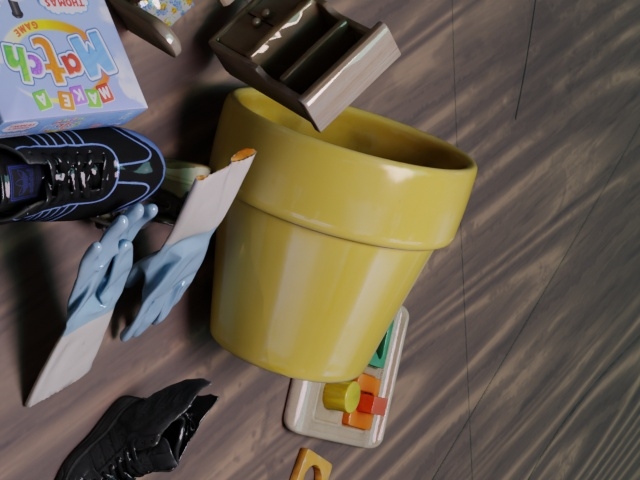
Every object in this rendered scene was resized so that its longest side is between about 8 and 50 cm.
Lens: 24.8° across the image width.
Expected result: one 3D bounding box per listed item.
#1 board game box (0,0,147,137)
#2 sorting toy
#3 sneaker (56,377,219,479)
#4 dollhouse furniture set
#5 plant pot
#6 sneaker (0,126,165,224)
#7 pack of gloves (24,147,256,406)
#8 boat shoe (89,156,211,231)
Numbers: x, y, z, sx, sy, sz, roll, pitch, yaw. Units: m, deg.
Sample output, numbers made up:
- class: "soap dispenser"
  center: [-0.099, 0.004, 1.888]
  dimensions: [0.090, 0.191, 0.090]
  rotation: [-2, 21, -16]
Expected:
- class: "board game box"
  center: [-0.233, -0.185, 1.121]
  dimensions: [0.160, 0.039, 0.212]
  rotation: [-14, 81, -55]
- class: "sorting toy"
  center: [0.043, 0.147, 1.680]
  dimensions: [0.196, 0.047, 0.348]
  rotation: [23, 78, -56]
- class: "sneaker"
  center: [-0.169, 0.194, 1.333]
  dimensions: [0.170, 0.089, 0.051]
  rotation: [-57, 139, -33]
- class: "dollhouse furniture set"
  center: [-0.056, -0.236, 1.287]
  dimensions: [0.212, 0.161, 0.242]
  rotation: [-45, 136, -12]
- class: "plant pot"
  center: [0.000, 0.000, 1.428]
  dimensions: [0.254, 0.254, 0.239]
  rotation: [-4, 114, -56]
- class: "sneaker"
  center: [-0.219, -0.047, 1.132]
  dimensions: [0.232, 0.090, 0.081]
  rotation: [-6, 104, -29]
- class: "pack of gloves"
  center: [-0.170, 0.021, 1.275]
  dimensions: [0.195, 0.046, 0.232]
  rotation: [-29, 156, -48]
- class: "boat shoe"
  center: [-0.172, -0.039, 1.289]
  dimensions: [0.223, 0.080, 0.073]
  rotation: [-1, 93, -60]
